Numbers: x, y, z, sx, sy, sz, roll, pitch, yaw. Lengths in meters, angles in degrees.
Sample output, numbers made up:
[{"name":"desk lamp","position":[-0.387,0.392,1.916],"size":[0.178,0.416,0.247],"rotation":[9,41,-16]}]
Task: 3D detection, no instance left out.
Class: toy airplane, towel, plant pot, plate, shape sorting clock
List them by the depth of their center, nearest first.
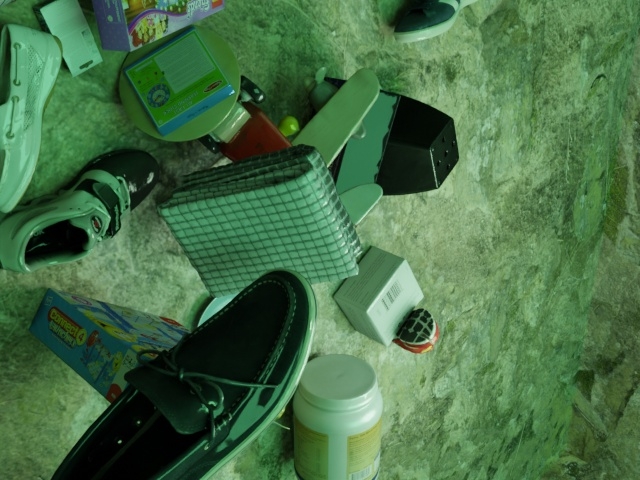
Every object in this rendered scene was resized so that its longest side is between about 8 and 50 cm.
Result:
[{"name":"shape sorting clock","position":[-0.236,-0.265,1.197],"size":[0.206,0.206,0.040],"rotation":[-60,168,-8]},{"name":"towel","position":[-0.095,-0.026,1.205],"size":[0.121,0.283,0.235],"rotation":[-79,152,-46]},{"name":"toy airplane","position":[-0.072,-0.137,1.369],"size":[0.386,0.272,0.385],"rotation":[-5,102,-12]},{"name":"plate","position":[-0.203,0.185,1.570],"size":[0.188,0.024,0.188],"rotation":[-24,124,-40]},{"name":"plant pot","position":[0.229,-0.222,1.718],"size":[0.187,0.167,0.188],"rotation":[-51,138,-34]}]

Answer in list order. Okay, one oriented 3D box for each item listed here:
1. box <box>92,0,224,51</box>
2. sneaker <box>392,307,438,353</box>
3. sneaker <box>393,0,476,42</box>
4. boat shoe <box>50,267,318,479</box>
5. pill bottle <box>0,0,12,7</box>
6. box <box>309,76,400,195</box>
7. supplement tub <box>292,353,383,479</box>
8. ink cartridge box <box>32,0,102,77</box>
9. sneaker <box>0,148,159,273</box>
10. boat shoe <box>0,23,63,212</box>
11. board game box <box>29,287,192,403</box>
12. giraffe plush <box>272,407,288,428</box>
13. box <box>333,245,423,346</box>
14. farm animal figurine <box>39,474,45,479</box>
[{"name":"box","position":[-0.251,-0.432,1.109],"size":[0.293,0.057,0.201],"rotation":[-53,146,-53]},{"name":"sneaker","position":[0.267,0.256,1.934],"size":[0.118,0.279,0.107],"rotation":[41,79,-8]},{"name":"sneaker","position":[0.272,-0.589,1.657],"size":[0.350,0.131,0.148],"rotation":[-46,130,-31]},{"name":"boat shoe","position":[-0.188,0.230,1.017],"size":[0.500,0.186,0.156],"rotation":[-48,142,-14]},{"name":"pill bottle","position":[-0.468,-0.356,0.814],"size":[0.408,0.229,0.229],"rotation":[-53,141,-42]},{"name":"box","position":[0.048,-0.205,1.523],"size":[0.103,0.184,0.261],"rotation":[11,100,-28]},{"name":"supplement tub","position":[0.043,0.473,1.822],"size":[0.228,0.228,0.316],"rotation":[-23,124,-40]},{"name":"ink cartridge box","position":[-0.392,-0.321,1.112],"size":[0.063,0.029,0.115],"rotation":[-40,135,-29]},{"name":"sneaker","position":[-0.379,-0.039,1.176],"size":[0.330,0.146,0.122],"rotation":[-38,131,-32]},{"name":"boat shoe","position":[-0.467,-0.182,1.051],"size":[0.096,0.098,0.277],"rotation":[13,91,-48]},{"name":"board game box","position":[-0.298,0.207,1.258],"size":[0.308,0.302,0.086],"rotation":[26,88,-51]},{"name":"giraffe plush","position":[-0.129,0.316,1.627],"size":[0.210,0.181,0.171],"rotation":[38,57,-39]},{"name":"box","position":[0.156,0.147,1.874],"size":[0.181,0.119,0.182],"rotation":[-51,139,-18]},{"name":"farm animal figurine","position":[-0.583,0.523,1.217],"size":[0.326,0.172,0.330],"rotation":[39,86,-37]}]
